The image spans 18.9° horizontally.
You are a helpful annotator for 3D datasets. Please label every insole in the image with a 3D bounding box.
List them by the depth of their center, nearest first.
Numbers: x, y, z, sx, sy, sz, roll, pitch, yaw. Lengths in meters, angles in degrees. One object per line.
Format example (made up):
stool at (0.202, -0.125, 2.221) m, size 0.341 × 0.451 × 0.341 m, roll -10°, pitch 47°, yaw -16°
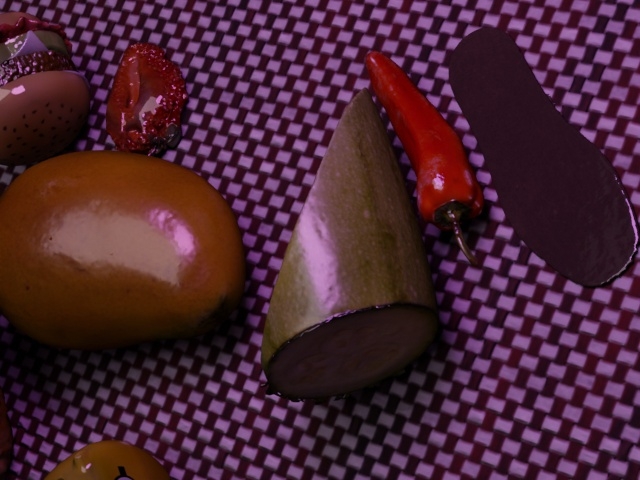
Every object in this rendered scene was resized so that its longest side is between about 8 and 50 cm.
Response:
insole at (0.202, -0.083, 1.818) m, size 0.111 × 0.007 × 0.328 m, roll -39°, pitch 52°, yaw 16°

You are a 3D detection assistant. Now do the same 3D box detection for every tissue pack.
tissue pack at (-0.206, 0.287, 1.887) m, size 0.123 × 0.127 × 0.178 m, roll -36°, pitch 52°, yaw 22°

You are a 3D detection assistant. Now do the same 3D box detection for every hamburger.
hamburger at (-0.338, -0.159, 2.163) m, size 0.175 × 0.175 × 0.137 m, roll -41°, pitch 64°, yaw 16°

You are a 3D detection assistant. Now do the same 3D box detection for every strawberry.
strawberry at (-0.197, -0.156, 2.123) m, size 0.104 × 0.048 × 0.152 m, roll -27°, pitch 60°, yaw 21°

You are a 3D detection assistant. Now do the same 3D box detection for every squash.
squash at (0.000, 0.000, 1.816) m, size 0.189 × 0.189 × 0.260 m, roll -31°, pitch 60°, yaw 23°

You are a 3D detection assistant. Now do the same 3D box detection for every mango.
mango at (-0.210, 0.013, 1.983) m, size 0.317 × 0.173 × 0.211 m, roll 6°, pitch 75°, yaw 32°

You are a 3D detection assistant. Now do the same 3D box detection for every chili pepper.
chili pepper at (0.106, -0.084, 1.848) m, size 0.063 × 0.071 × 0.272 m, roll -33°, pitch 53°, yaw 15°

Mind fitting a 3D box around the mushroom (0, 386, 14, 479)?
mushroom at (-0.452, 0.109, 2.043) m, size 0.345 × 0.239 × 0.345 m, roll 2°, pitch 93°, yaw 51°
